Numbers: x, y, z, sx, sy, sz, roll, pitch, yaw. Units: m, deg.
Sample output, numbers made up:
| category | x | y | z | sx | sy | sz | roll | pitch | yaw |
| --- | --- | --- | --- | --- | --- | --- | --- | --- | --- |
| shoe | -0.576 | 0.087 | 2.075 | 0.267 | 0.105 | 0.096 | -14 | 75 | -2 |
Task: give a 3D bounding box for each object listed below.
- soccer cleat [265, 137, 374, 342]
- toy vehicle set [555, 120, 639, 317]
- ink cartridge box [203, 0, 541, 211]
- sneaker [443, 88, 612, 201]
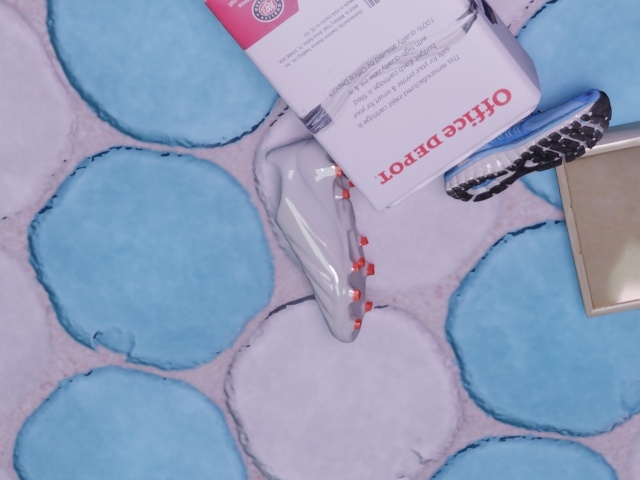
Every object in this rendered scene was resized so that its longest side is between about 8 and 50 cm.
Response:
| category | x | y | z | sx | sy | sz | roll | pitch | yaw |
| --- | --- | --- | --- | --- | --- | --- | --- | --- | --- |
| soccer cleat | 0.000 | 0.000 | 1.540 | 0.076 | 0.068 | 0.196 | -1 | 115 | 19 |
| toy vehicle set | 0.348 | -0.034 | 1.519 | 0.267 | 0.035 | 0.166 | -11 | 114 | 7 |
| ink cartridge box | 0.046 | -0.171 | 1.431 | 0.172 | 0.100 | 0.237 | -35 | 108 | 17 |
| sneaker | 0.169 | -0.096 | 1.474 | 0.162 | 0.073 | 0.063 | -24 | 155 | 23 |
